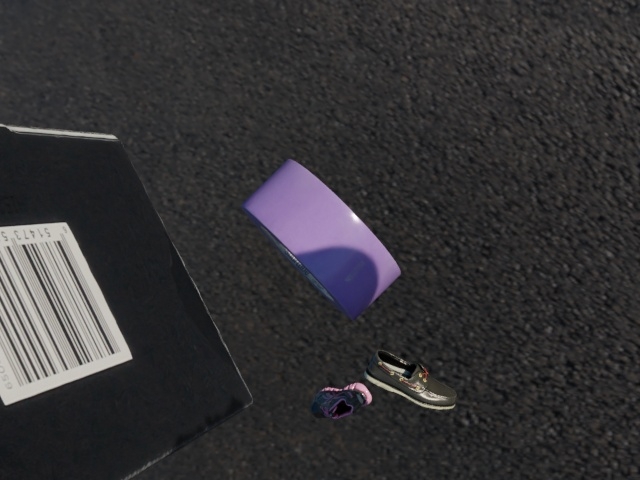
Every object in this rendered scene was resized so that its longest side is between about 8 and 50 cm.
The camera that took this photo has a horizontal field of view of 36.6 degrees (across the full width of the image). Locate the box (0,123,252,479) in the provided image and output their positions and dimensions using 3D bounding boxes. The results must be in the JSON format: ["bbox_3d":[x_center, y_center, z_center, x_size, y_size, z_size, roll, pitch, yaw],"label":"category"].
[{"bbox_3d":[-0.381,0.148,0.727,0.471,0.480,0.297,-29,85,17],"label":"box"}]

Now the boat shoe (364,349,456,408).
[{"bbox_3d":[0.127,0.191,1.324,0.133,0.049,0.042,23,114,0],"label":"boat shoe"}]

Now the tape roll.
[{"bbox_3d":[0.000,0.000,1.125,0.080,0.189,0.189,-44,52,-4],"label":"tape roll"}]

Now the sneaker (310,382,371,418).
[{"bbox_3d":[0.022,0.257,1.502,0.119,0.057,0.047,-26,102,41],"label":"sneaker"}]
